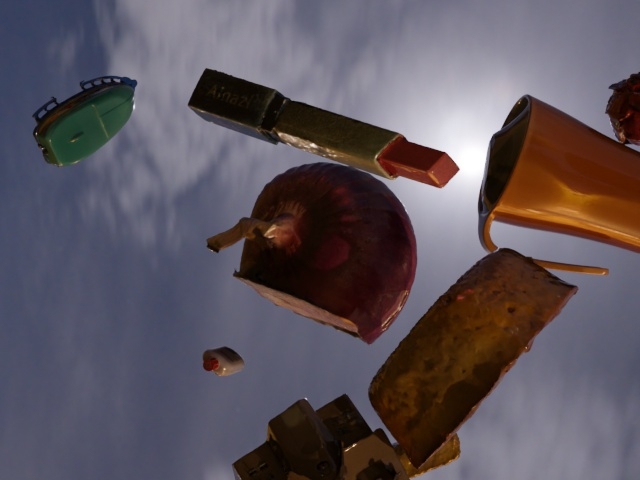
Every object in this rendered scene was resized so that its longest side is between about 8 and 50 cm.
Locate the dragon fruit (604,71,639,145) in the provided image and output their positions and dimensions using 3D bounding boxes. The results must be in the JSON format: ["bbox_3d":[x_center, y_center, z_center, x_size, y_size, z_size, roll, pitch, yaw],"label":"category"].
[{"bbox_3d":[0.482,-0.192,1.463,0.121,0.142,0.130,-47,-149,37],"label":"dragon fruit"}]

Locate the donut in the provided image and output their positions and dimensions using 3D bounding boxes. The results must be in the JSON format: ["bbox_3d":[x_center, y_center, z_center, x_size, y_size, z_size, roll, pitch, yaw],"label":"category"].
[{"bbox_3d":[0.164,0.122,1.136,0.108,0.277,0.277,42,-43,12],"label":"donut"}]

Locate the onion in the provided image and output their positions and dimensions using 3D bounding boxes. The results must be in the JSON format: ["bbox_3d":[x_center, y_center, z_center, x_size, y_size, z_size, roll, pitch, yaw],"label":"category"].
[{"bbox_3d":[0.018,0.006,1.421,0.230,0.256,0.272,-63,169,-16],"label":"onion"}]

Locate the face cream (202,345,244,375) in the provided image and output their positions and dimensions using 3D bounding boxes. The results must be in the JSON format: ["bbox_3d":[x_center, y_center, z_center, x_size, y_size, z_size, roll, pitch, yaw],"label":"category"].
[{"bbox_3d":[-0.113,0.136,1.129,0.040,0.083,0.021,36,-84,11],"label":"face cream"}]

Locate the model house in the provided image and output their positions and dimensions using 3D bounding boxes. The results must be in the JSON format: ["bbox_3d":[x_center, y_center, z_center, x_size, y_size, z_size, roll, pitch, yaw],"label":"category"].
[{"bbox_3d":[0.030,0.315,1.127,0.248,0.181,0.176,50,-19,30],"label":"model house"}]

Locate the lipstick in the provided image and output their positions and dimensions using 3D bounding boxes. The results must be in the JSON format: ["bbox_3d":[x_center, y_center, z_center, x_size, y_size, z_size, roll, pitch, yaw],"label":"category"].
[{"bbox_3d":[-0.002,-0.113,1.036,0.312,0.051,0.051,22,-100,31],"label":"lipstick"}]

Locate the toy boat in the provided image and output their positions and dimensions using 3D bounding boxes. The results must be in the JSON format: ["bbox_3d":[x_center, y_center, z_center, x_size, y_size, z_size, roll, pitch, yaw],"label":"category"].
[{"bbox_3d":[-0.317,-0.171,1.331,0.110,0.175,0.091,20,-41,42],"label":"toy boat"}]

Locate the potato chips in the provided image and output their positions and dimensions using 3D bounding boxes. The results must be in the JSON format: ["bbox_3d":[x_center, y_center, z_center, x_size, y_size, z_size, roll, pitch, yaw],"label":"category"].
[{"bbox_3d":[0.027,0.368,1.475,0.057,0.407,0.080,61,14,-7],"label":"potato chips"}]

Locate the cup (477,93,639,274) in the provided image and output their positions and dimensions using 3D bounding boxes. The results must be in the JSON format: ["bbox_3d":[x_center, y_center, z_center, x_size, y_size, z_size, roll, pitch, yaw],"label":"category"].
[{"bbox_3d":[0.342,-0.061,1.388,0.182,0.264,0.226,-175,-76,-86],"label":"cup"}]
